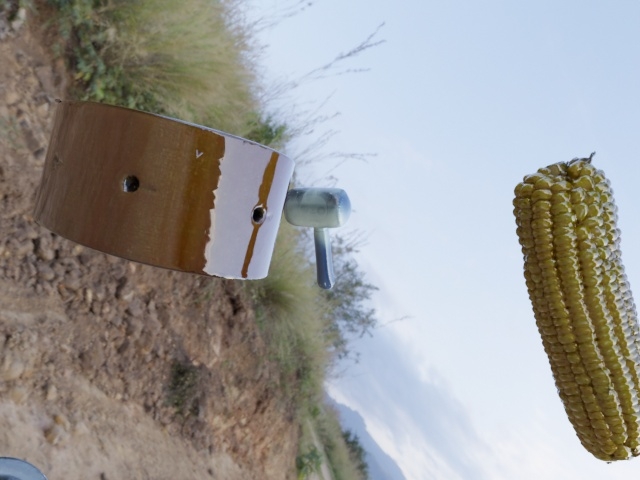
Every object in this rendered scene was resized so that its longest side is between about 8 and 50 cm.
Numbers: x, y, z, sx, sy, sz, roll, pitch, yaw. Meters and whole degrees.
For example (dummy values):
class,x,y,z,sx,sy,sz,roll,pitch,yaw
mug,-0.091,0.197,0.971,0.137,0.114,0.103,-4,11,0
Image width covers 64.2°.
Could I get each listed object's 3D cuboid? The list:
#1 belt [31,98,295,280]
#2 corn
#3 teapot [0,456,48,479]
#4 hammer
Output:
class,x,y,z,sx,sy,sz,roll,pitch,yaw
belt,-0.156,-0.057,0.510,0.217,0.122,0.338,12,4,-31
corn,0.268,0.072,0.516,0.102,0.102,0.313,149,-69,-74
teapot,-0.267,0.231,0.387,0.091,0.092,0.124,-19,-109,35
hammer,0.000,0.000,0.888,0.116,0.069,0.194,4,-63,19
